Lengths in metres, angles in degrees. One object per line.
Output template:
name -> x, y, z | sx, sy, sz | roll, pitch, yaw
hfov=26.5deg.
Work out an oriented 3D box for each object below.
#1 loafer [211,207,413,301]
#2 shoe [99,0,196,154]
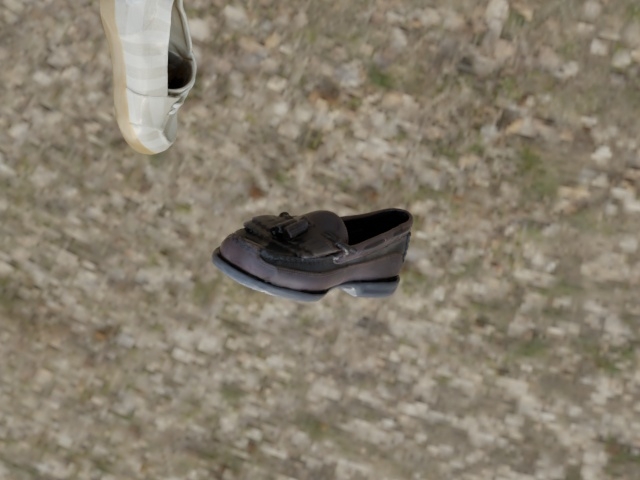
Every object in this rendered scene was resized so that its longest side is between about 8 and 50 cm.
loafer -> 0.000, 0.000, 1.391 | 0.109, 0.095, 0.302 | 33, -166, 28
shoe -> -0.131, -0.139, 1.095 | 0.058, 0.076, 0.219 | 9, 149, 7
